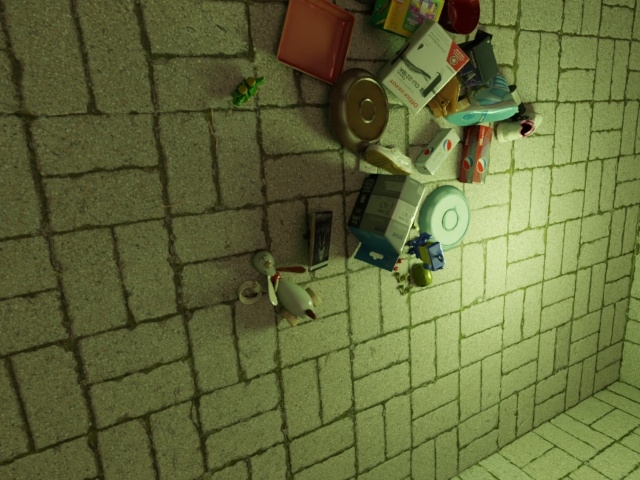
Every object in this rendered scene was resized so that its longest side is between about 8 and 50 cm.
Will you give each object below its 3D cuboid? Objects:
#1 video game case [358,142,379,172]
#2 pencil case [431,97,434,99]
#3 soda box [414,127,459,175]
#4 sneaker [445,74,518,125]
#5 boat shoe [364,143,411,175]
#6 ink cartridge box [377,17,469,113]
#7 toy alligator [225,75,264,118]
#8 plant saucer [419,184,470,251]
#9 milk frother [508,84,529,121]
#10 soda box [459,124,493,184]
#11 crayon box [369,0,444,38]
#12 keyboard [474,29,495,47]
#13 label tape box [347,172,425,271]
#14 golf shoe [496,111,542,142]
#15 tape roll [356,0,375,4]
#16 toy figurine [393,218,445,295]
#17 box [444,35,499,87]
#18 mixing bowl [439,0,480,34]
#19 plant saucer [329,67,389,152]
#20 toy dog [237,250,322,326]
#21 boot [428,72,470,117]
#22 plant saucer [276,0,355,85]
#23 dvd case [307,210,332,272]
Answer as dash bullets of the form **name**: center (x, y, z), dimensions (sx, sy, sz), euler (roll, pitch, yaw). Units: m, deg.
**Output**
- **video game case**: center (0.194, -0.337, 1.699), dimensions (0.087, 0.011, 0.121), euler (-1, 101, -29)
- **pencil case**: center (0.437, -0.684, 1.719), dimensions (0.087, 0.088, 0.205), euler (3, 98, -16)
- **soda box**: center (0.505, -0.386, 1.833), dimensions (0.074, 0.069, 0.216), euler (45, 78, -30)
- **sneaker**: center (0.690, -0.631, 1.872), dimensions (0.319, 0.127, 0.208), euler (-7, 76, -8)
- **boat shoe**: center (0.273, -0.339, 1.694), dimensions (0.277, 0.098, 0.096), euler (17, 76, -48)
- **ink cartridge box**: center (0.379, -0.649, 1.593), dimensions (0.197, 0.114, 0.273), euler (35, 116, -23)
- **toy alligator**: center (-0.262, -0.481, 1.388), dimensions (0.051, 0.056, 0.189), euler (39, 79, 13)
- **plant saucer**: center (0.590, -0.096, 1.959), dimensions (0.318, 0.044, 0.317), euler (-6, 103, -28)
- **milk frother**: center (0.901, -0.628, 1.963), dimensions (0.129, 0.143, 0.134), euler (-46, 121, -6)
- **soda box**: center (0.713, -0.391, 1.941), dimensions (0.092, 0.083, 0.263), euler (1, 100, -30)
- **crayon box**: center (0.325, -0.846, 1.572), dimensions (0.279, 0.081, 0.165), euler (-4, 121, -40)
- **keyboard**: center (0.710, -0.828, 1.885), dimensions (0.100, 0.038, 0.191), euler (18, 92, -8)
- **label tape box**: center (0.228, -0.080, 1.633), dimensions (0.115, 0.249, 0.347), euler (23, 88, -32)
- **golf shoe**: center (0.990, -0.544, 2.036), dimensions (0.306, 0.140, 0.115), euler (-27, 111, -24)
- **tape roll**: center (0.177, -0.975, 1.518), dimensions (0.219, 0.072, 0.219), euler (-6, 104, -28)
- **toy figurine**: center (0.442, 0.090, 1.811), dimensions (0.191, 0.217, 0.362), euler (-27, 112, -22)
- **box**: center (0.597, -0.721, 1.731), dimensions (0.108, 0.207, 0.153), euler (-40, 117, -19)
- **mixing bowl**: center (0.552, -0.927, 1.727), dimensions (0.182, 0.098, 0.181), euler (-7, 105, -28)
- **plant saucer**: center (0.163, -0.489, 1.593), dimensions (0.311, 0.050, 0.310), euler (-8, 102, -39)
- **toy dog**: center (-0.116, 0.192, 1.547), dimensions (0.334, 0.161, 0.220), euler (31, 84, -31)
- **boot**: center (0.513, -0.609, 1.749), dimensions (0.197, 0.153, 0.073), euler (59, 39, -21)
- **plant saucer**: center (-0.021, -0.704, 1.478), dimensions (0.259, 0.048, 0.258), euler (11, 94, -31)
- **dvd case**: center (0.000, 0.000, 1.602), dimensions (0.165, 0.018, 0.221), euler (-15, 111, -66)
